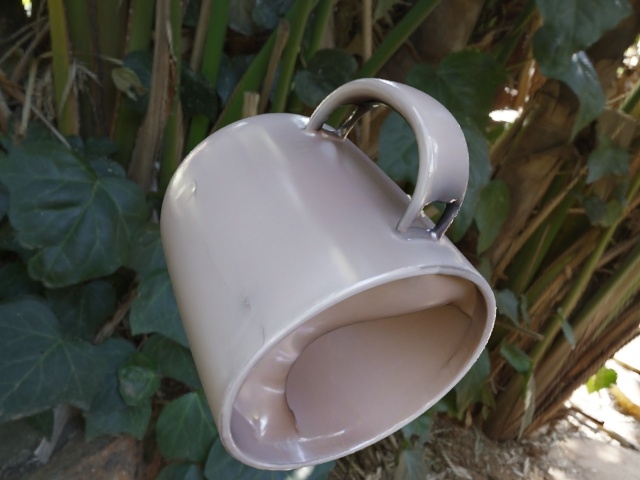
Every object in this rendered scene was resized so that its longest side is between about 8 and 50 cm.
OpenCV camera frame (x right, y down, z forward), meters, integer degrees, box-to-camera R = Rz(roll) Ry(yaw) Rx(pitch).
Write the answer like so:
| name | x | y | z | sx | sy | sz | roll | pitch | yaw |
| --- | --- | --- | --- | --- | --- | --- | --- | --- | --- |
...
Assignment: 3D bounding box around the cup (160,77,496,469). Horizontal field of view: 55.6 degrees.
| name | x | y | z | sx | sy | sz | roll | pitch | yaw |
| --- | --- | --- | --- | --- | --- | --- | --- | --- | --- |
| cup | 0.000 | 0.000 | 0.426 | 0.192 | 0.252 | 0.200 | 2 | 40 | -34 |
